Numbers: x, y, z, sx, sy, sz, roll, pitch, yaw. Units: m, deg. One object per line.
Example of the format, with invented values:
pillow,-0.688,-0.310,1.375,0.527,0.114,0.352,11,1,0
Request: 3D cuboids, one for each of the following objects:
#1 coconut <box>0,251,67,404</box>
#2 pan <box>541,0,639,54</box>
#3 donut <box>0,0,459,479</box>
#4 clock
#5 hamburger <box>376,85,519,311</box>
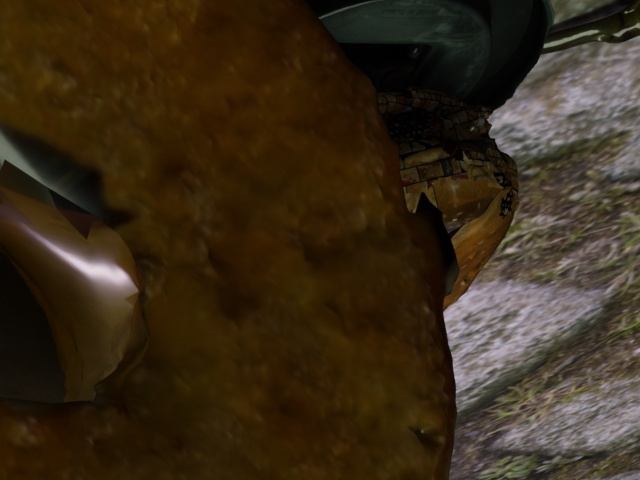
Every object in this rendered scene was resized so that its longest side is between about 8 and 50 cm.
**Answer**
coconut,-0.251,0.094,0.819,0.323,0.323,0.323,-16,156,-8
pan,0.222,-0.125,1.018,0.202,0.048,0.128,-29,155,21
donut,-0.130,0.048,0.649,0.377,0.435,0.163,39,136,-25
clock,0.013,-0.100,0.916,0.226,0.049,0.226,-15,156,-7
hamburger,0.000,0.000,0.938,0.231,0.107,0.231,-21,153,-11
